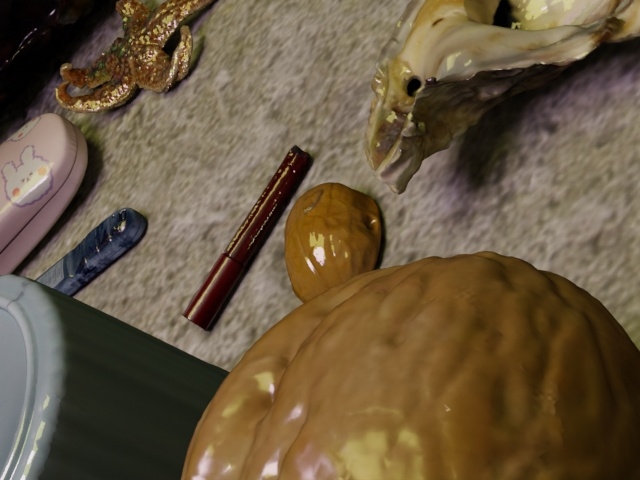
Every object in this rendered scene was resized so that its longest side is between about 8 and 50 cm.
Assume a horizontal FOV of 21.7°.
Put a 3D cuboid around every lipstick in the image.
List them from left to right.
[{"bbox_3d":[-0.061,-0.003,1.426,0.176,0.027,0.027,-57,37,-2],"label":"lipstick"}]

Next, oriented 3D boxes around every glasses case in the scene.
[{"bbox_3d":[-0.345,-0.008,1.699,0.297,0.075,0.113,-44,38,15],"label":"glasses case"}]

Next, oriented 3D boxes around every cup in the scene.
[{"bbox_3d":[-0.166,0.210,1.155,0.331,0.311,0.257,-41,40,21],"label":"cup"}]

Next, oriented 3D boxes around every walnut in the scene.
[{"bbox_3d":[0.000,0.000,1.333,0.091,0.052,0.121,-36,40,30],"label":"walnut"},{"bbox_3d":[0.068,0.161,0.962,0.333,0.333,0.333,-27,47,33],"label":"walnut"}]

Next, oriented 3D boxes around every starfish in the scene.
[{"bbox_3d":[-0.177,-0.193,1.682,0.210,0.053,0.150,-37,54,18],"label":"starfish"}]

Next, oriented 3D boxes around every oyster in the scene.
[{"bbox_3d":[0.157,-0.170,1.242,0.271,0.100,0.275,-22,37,34],"label":"oyster"}]

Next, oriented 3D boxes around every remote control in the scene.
[{"bbox_3d":[-0.225,0.018,1.591,0.152,0.027,0.043,-39,45,26],"label":"remote control"}]

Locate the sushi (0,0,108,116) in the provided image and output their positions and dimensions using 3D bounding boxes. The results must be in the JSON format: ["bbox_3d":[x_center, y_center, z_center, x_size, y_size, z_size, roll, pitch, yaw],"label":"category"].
[{"bbox_3d":[-0.397,-0.289,1.786,0.294,0.299,0.281,-48,11,8],"label":"sushi"}]
